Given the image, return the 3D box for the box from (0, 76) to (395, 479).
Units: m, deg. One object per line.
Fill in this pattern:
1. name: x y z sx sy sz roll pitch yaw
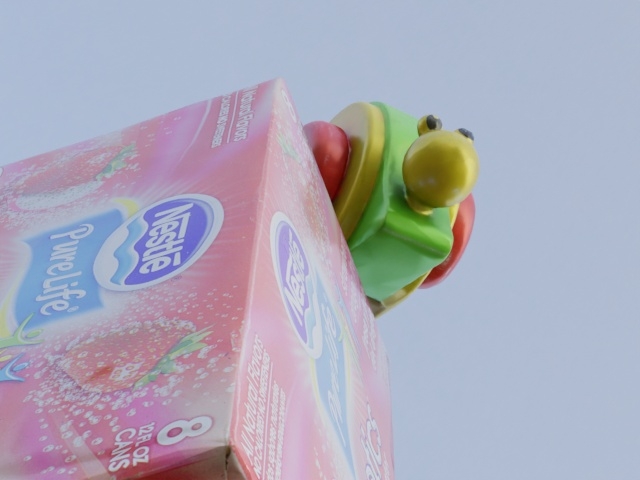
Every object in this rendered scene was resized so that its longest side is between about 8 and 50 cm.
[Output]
1. box: -0.062 0.071 0.569 0.154 0.300 0.142 -17 -68 9

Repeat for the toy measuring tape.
1. toy measuring tape: 0.000 0.000 1.018 0.121 0.121 0.330 51 -35 -1
